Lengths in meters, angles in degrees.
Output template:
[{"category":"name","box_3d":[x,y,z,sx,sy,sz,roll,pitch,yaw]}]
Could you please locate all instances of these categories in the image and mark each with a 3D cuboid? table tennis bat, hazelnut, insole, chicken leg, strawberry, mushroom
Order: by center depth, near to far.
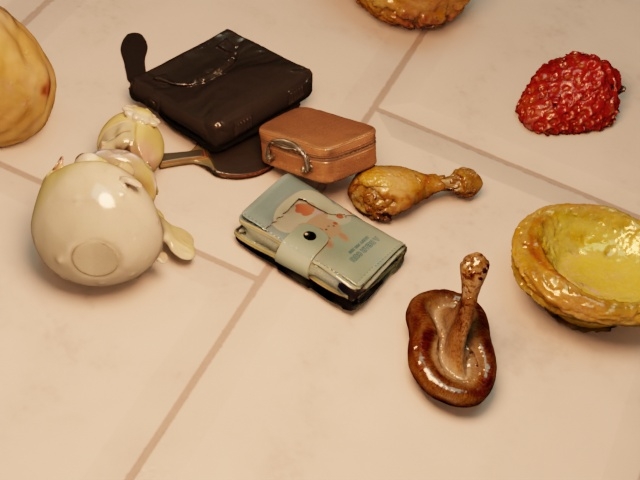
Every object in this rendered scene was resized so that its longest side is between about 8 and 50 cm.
[{"category":"mushroom","box_3d":[0.212,0.118,1.801,0.148,0.217,0.227,0,49,-13]},{"category":"hazelnut","box_3d":[-0.574,-0.271,2.012,0.261,0.261,0.241,20,79,6]},{"category":"chicken leg","box_3d":[0.168,-0.095,2.079,0.251,0.087,0.107,-8,46,-22]},{"category":"table tennis bat","box_3d":[-0.180,-0.154,2.101,0.220,0.019,0.130,-9,49,-21]},{"category":"insole","box_3d":[-0.349,-0.345,2.248,0.053,0.002,0.152,-3,49,-14]},{"category":"strawberry","box_3d":[0.487,-0.297,2.311,0.236,0.111,0.190,-29,62,-31]}]

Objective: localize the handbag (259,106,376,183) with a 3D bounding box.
[{"category":"handbag","box_3d":[-0.011,-0.166,2.054,0.151,0.072,0.193,-26,37,-35]}]

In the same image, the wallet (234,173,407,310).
[{"category":"wallet","box_3d":[0.000,0.000,1.966,0.250,0.075,0.176,31,44,16]}]

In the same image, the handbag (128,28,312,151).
[{"category":"handbag","box_3d":[-0.177,-0.274,2.156,0.244,0.088,0.275,32,49,27]}]

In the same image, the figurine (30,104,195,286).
[{"category":"figurine","box_3d":[-0.311,-0.075,1.925,0.274,0.226,0.394,35,30,-22]}]

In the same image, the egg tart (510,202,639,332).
[{"category":"egg tart","box_3d":[0.450,0.058,1.976,0.294,0.123,0.294,7,43,-7]}]

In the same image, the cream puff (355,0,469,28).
[{"category":"cream puff","box_3d":[0.162,-0.571,2.408,0.343,0.231,0.327,6,52,-15]}]
